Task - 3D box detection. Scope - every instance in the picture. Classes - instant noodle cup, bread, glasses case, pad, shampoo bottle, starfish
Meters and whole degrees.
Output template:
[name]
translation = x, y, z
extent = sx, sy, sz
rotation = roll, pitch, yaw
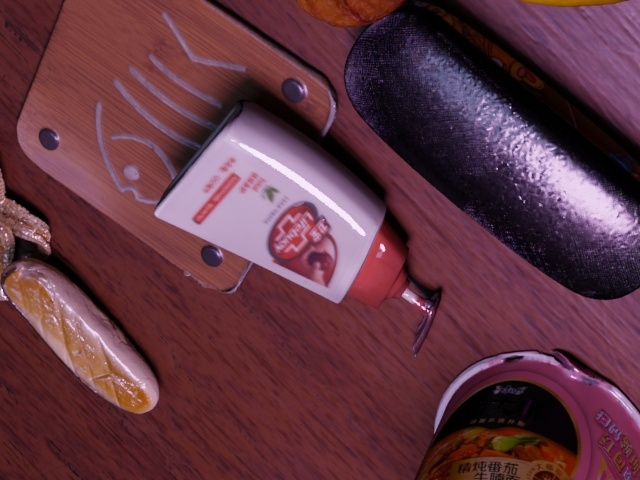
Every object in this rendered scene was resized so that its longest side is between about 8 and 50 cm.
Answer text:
[instant noodle cup]
translation = 0.169, 0.261, 1.459
extent = 0.244, 0.255, 0.244
rotation = 11, 119, 21
[bread]
translation = -0.251, 0.098, 1.704
extent = 0.073, 0.053, 0.214
rotation = -37, 104, 24
[glasses case]
translation = 0.160, -0.075, 1.375
extent = 0.321, 0.082, 0.122
rotation = 40, 127, 3
[pad]
translation = -0.147, -0.114, 1.558
extent = 0.286, 0.018, 0.284
rotation = 36, 128, 7
[shampoo bottle]
translation = 0.000, 0.000, 1.498
extent = 0.284, 0.071, 0.153
rotation = 36, 126, -7
[starfish]
translation = -0.358, -0.028, 1.695
extent = 0.150, 0.053, 0.209
rotation = 8, 122, 29

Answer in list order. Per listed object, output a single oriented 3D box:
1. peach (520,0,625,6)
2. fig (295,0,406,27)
[peach]
translation = 0.185, -0.290, 1.205
extent = 0.251, 0.153, 0.251
rotation = 10, 134, 10
[fig]
translation = -0.003, -0.252, 1.282
extent = 0.134, 0.201, 0.146
rotation = -17, 77, 34
